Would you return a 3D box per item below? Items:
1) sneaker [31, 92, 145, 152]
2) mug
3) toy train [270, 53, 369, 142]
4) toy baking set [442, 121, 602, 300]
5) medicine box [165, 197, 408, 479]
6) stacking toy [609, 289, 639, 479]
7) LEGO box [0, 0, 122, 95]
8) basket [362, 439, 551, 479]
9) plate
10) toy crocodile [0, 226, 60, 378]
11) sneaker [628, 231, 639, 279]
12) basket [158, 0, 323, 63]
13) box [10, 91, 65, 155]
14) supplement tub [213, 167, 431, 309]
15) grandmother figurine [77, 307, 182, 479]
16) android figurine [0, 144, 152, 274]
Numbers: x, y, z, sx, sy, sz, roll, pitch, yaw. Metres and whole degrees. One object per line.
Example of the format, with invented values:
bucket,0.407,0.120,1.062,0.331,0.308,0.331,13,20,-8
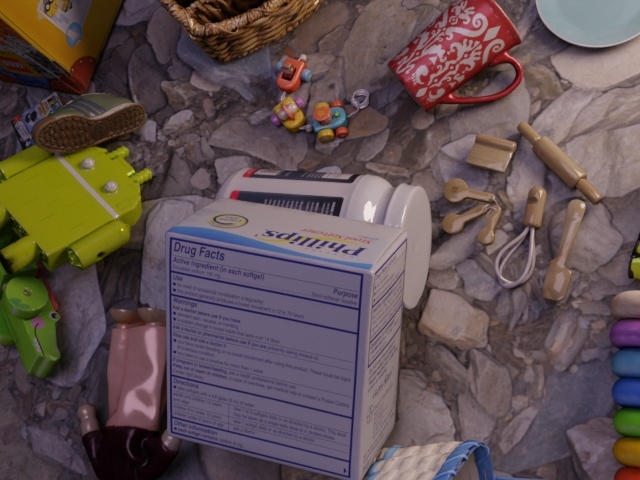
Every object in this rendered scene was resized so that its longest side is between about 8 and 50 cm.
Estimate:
sneaker,-0.382,-0.192,1.652,0.192,0.064,0.086,-20,38,-36
mug,0.199,-0.262,1.498,0.169,0.113,0.150,-39,63,6
toy train,-0.015,-0.221,1.589,0.166,0.046,0.125,25,82,25
toy baking set,0.283,-0.042,1.440,0.197,0.030,0.256,-46,64,2
medicine box,-0.043,0.119,1.293,0.264,0.149,0.289,10,112,19
stacking toy,0.402,0.233,1.256,0.141,0.141,0.330,7,80,21
LEGO box,-0.455,-0.546,1.668,0.193,0.372,0.500,13,76,22
basket,0.170,0.354,1.218,0.289,0.255,0.201,-3,113,36
plate,0.407,-0.359,1.507,0.188,0.024,0.188,-6,70,16
toy crocodile,-0.477,0.057,1.622,0.340,0.105,0.115,58,137,24
sneaker,0.505,-0.067,1.342,0.121,0.111,0.299,24,86,14
basket,-0.121,-0.445,1.604,0.299,0.223,0.213,-39,64,2
box,-0.449,-0.168,1.725,0.094,0.027,0.137,-31,65,4
supplement tub,0.000,0.000,1.427,0.272,0.191,0.191,5,74,20
grandmother figurine,-0.264,0.271,1.480,0.208,0.104,0.342,-8,70,45
android figurine,-0.389,-0.058,1.596,0.273,0.056,0.248,-32,60,-26
